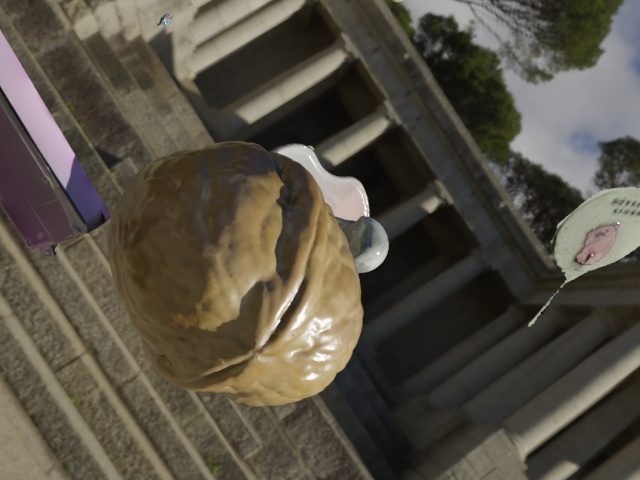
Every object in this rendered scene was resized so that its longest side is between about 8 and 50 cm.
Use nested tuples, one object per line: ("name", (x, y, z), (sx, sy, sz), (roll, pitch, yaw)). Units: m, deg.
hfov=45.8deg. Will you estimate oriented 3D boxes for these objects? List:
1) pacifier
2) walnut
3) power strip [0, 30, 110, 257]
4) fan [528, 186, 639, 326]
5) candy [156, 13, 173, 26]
("pacifier", (-0.013, -0.023, 1.308), (0.332, 0.273, 0.220), (29, 49, -47))
("walnut", (-0.092, 0.033, 0.825), (0.313, 0.252, 0.277), (-122, -166, -59))
("power strip", (-0.303, -0.113, 0.712), (0.109, 0.037, 0.278), (-12, -66, 37))
("fan", (0.394, 0.036, 1.142), (0.010, 0.182, 0.310), (-108, -149, -42))
("candy", (-0.327, -0.463, 1.597), (0.020, 0.030, 0.083), (50, 10, -15))
